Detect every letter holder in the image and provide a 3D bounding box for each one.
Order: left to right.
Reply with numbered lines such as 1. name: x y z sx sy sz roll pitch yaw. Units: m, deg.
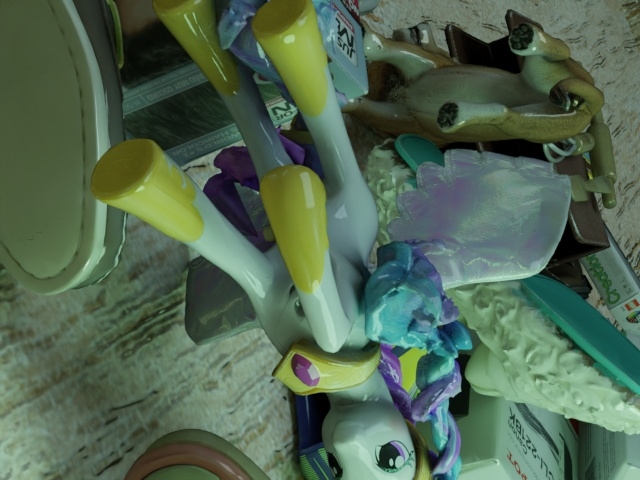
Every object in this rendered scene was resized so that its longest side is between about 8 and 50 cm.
1. letter holder: 0.208 -0.116 1.788 0.214 0.152 0.301 9 63 -62

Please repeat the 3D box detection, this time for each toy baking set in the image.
1. toy baking set: 0.303 -0.127 1.784 0.197 0.030 0.256 34 42 -45

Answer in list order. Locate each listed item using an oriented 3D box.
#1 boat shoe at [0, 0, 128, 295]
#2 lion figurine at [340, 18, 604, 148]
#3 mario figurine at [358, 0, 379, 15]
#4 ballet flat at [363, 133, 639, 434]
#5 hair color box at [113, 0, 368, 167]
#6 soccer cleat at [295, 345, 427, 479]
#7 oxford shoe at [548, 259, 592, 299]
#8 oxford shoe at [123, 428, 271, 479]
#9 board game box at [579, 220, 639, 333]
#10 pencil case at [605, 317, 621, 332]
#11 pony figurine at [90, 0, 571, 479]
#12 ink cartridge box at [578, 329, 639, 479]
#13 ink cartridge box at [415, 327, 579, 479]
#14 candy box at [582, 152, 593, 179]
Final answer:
1. boat shoe: -0.177 -0.114 0.967 0.097 0.117 0.324 18 49 -58
2. lion figurine: 0.166 -0.148 1.533 0.240 0.392 0.142 13 96 -44
3. mario figurine: -0.001 -0.335 1.592 0.198 0.170 0.320 25 23 -8
4. ballet flat: 0.162 0.062 1.384 0.409 0.147 0.147 50 8 37
5. hair color box: -0.084 -0.260 1.200 0.113 0.185 0.374 41 36 -50
6. soccer cleat: 0.034 0.108 1.286 0.121 0.093 0.289 47 30 -29
7. oxford shoe: 0.307 0.047 1.975 0.227 0.083 0.096 -27 94 -79
8. oxford shoe: -0.037 0.230 1.002 0.130 0.123 0.348 -88 160 -50
9. board game box: 0.413 0.032 2.146 0.193 0.053 0.305 47 15 -43
10. pencil case: 0.364 0.249 1.862 0.119 0.133 0.306 157 -86 -80
11. pony figurine: 0.000 0.000 0.989 0.351 0.303 0.363 -83 153 -49
12. ink cartridge box: 0.320 0.268 1.560 0.201 0.117 0.278 -77 -176 -52
13. ink cartridge box: 0.172 0.202 1.485 0.197 0.114 0.272 57 27 -29
14. candy box: 0.331 -0.162 2.170 0.206 0.027 0.105 44 22 -7
